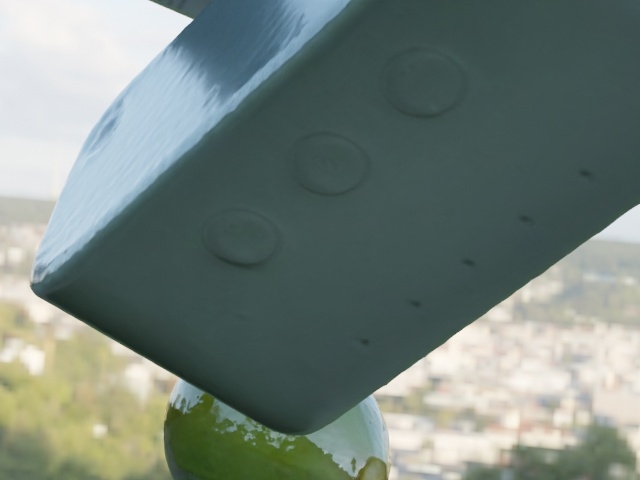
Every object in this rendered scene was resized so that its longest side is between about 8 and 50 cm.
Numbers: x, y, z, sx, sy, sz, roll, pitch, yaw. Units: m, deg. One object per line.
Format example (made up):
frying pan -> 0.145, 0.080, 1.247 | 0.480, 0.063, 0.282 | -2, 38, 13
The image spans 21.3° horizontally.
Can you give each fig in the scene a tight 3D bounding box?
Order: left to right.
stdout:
fig -> -0.033, 0.197, 1.607 | 0.230, 0.207, 0.207 | 41, 14, 22

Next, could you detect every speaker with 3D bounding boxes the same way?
speaker -> 0.043, -0.071, 0.884 | 0.184, 0.183, 0.406 | 38, -54, -20

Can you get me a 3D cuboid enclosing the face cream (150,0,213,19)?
face cream -> -0.145, -0.231, 1.190 | 0.346, 0.102, 0.102 | 24, -4, -11
